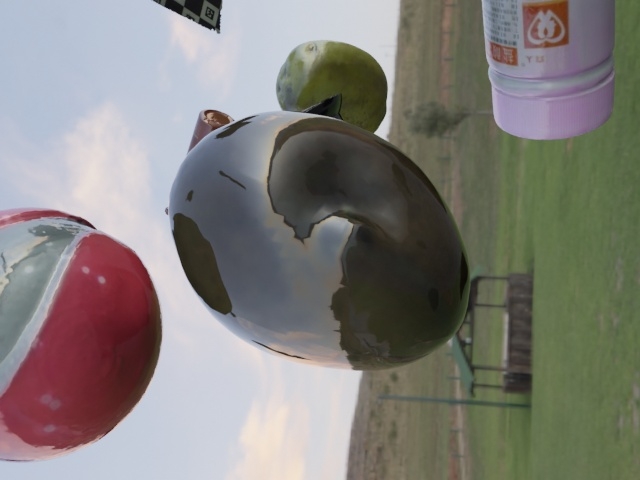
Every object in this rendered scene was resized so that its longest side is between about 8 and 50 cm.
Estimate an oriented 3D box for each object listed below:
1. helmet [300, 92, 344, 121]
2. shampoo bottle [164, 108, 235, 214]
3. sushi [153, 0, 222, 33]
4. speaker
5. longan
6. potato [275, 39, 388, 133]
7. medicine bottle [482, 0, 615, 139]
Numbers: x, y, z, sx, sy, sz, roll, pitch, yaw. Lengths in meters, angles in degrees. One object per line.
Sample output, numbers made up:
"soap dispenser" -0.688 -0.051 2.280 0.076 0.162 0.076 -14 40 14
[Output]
"helmet" -0.040 -0.099 1.189 0.160 0.279 0.230 57 -148 0
"shampoo bottle" -0.245 -0.147 1.510 0.244 0.085 0.085 -64 -1 28
"sushi" -0.278 -0.516 1.412 0.210 0.040 0.192 12 -101 -46
"speaker" -0.326 0.109 0.853 0.294 0.294 0.294 2 -90 -77
"longan" 0.000 0.000 0.806 0.288 0.350 0.288 -56 -15 -25
"potato" 0.023 -0.275 1.369 0.148 0.228 0.197 50 131 47
"medicine bottle" 0.363 -0.342 1.170 0.202 0.202 0.315 -70 -28 -52
